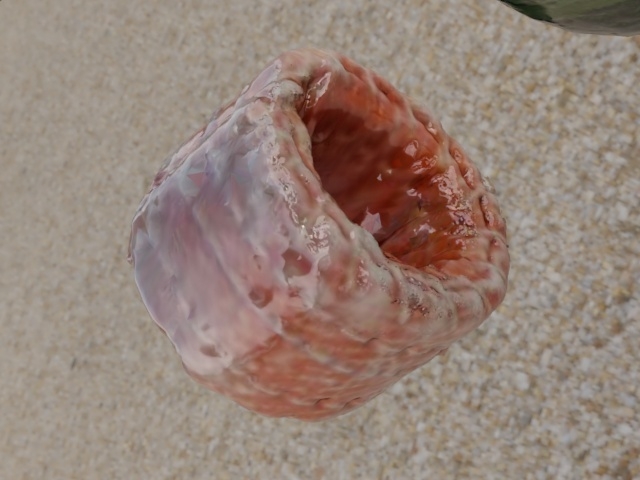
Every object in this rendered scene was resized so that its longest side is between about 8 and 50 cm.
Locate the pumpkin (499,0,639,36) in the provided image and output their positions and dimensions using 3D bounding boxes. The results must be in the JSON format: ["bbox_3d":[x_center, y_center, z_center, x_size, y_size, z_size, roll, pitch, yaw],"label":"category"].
[{"bbox_3d":[0.088,-0.158,0.361,0.146,0.190,0.190,122,155,-54],"label":"pumpkin"}]

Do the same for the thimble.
[{"bbox_3d":[0.000,0.000,0.749,0.162,0.239,0.239,-40,39,35],"label":"thimble"}]
